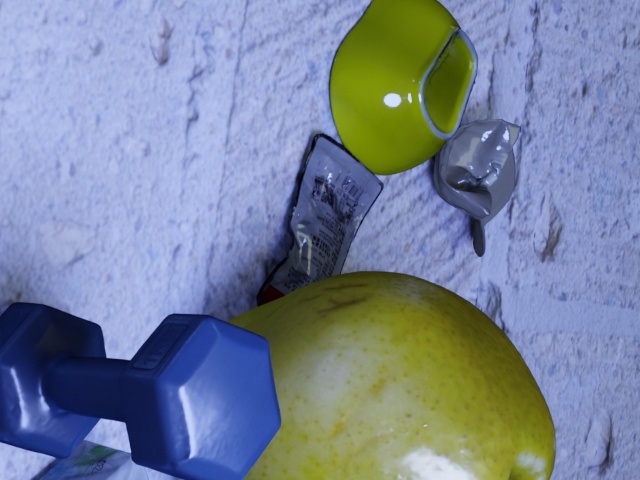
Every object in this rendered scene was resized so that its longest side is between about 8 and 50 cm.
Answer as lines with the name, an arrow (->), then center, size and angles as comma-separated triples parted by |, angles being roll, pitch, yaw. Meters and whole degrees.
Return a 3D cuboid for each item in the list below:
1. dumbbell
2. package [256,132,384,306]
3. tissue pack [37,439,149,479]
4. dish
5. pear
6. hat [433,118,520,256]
dumbbell -> -0.191, 0.140, 1.439 | 0.144, 0.324, 0.160 | -16, 102, -46
package -> 0.000, 0.000, 1.914 | 0.154, 0.030, 0.239 | 39, 65, -50
tissue pack -> -0.248, 0.338, 1.549 | 0.229, 0.145, 0.159 | -39, 127, -42
dish -> 0.131, -0.210, 1.988 | 0.221, 0.108, 0.262 | 53, 55, -44
pear -> 0.052, 0.211, 1.706 | 0.362, 0.418, 0.362 | -33, 130, -50
hat -> 0.206, -0.073, 2.164 | 0.166, 0.144, 0.173 | -63, -177, -36
